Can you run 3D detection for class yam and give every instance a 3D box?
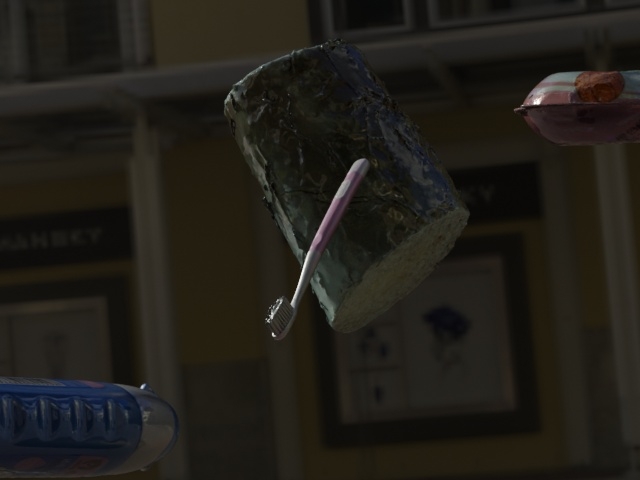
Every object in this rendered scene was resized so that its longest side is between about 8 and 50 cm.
[{"bbox_3d":[0.033,-0.081,2.133,0.241,0.348,0.241,-28,-13,-7],"label":"yam"}]

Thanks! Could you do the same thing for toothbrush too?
[{"bbox_3d":[0.000,0.000,1.640,0.020,0.025,0.286,-16,31,34],"label":"toothbrush"}]

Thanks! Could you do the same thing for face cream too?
[{"bbox_3d":[-0.235,0.157,1.327,0.264,0.083,0.149,7,-14,-42],"label":"face cream"}]

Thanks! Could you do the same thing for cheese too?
[{"bbox_3d":[0.309,-0.134,1.619,0.189,0.074,0.286,3,5,42],"label":"cheese"}]
